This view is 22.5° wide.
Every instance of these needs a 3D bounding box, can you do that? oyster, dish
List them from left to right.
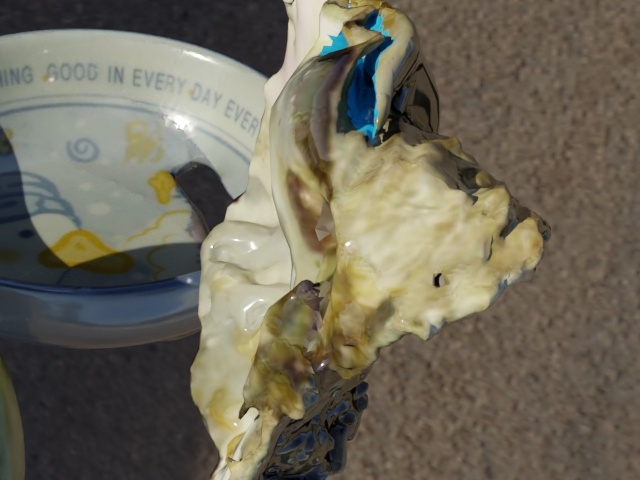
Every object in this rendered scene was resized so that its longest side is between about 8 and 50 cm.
[{"bbox_3d":[-0.137,-0.005,0.954,0.273,0.273,0.134,-14,131,-24],"label":"dish"},{"bbox_3d":[0.000,0.000,0.551,0.083,0.214,0.223,15,46,-14],"label":"oyster"}]

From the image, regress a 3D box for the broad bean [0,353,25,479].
[{"bbox_3d":[-0.246,0.060,0.683,0.263,0.121,0.189,45,91,-1],"label":"broad bean"}]
